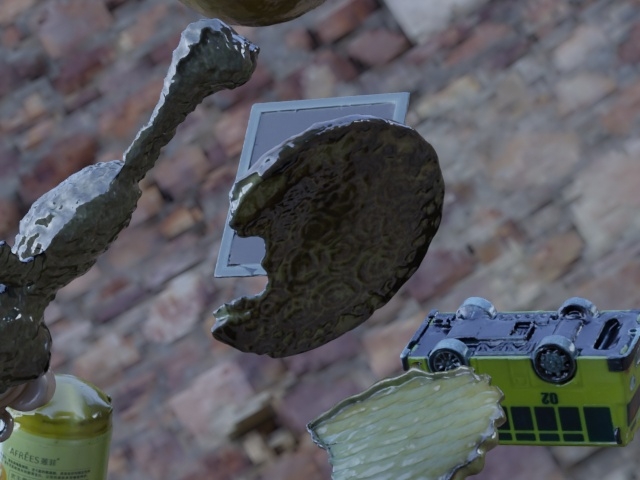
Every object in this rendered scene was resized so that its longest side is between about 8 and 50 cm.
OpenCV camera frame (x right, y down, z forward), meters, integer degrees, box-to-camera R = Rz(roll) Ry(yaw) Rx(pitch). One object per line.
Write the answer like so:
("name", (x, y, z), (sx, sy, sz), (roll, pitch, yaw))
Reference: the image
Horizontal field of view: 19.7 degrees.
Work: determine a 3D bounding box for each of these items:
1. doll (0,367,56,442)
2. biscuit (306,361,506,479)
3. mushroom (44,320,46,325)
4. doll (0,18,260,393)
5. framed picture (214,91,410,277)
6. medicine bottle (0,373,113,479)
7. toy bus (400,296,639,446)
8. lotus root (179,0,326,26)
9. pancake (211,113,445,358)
("doll", (-0.353, 0.061, 1.598), (0.154, 0.278, 0.119), (-44, -4, 4))
("biscuit", (0.086, 0.185, 1.692), (0.187, 0.036, 0.273), (-30, 19, 4))
("mushroom", (-0.415, 0.133, 2.149), (0.173, 0.162, 0.236), (6, -23, 36))
("doll", (-0.151, -0.014, 1.184), (0.286, 0.091, 0.202), (-52, 8, -16))
("framed picture", (-0.007, -0.067, 2.271), (0.216, 0.273, 0.016), (-2, -36, 20))
("medicine bottle", (-0.278, 0.254, 1.898), (0.124, 0.124, 0.239), (-8, -68, -49))
("toy bus", (0.238, 0.153, 2.061), (0.262, 0.150, 0.128), (-1, 24, 24))
("lotus root", (-0.061, -0.259, 1.556), (0.151, 0.169, 0.342), (-48, -3, 27))
("pancake", (0.000, 0.000, 1.805), (0.286, 0.033, 0.288), (-39, -39, 7))
